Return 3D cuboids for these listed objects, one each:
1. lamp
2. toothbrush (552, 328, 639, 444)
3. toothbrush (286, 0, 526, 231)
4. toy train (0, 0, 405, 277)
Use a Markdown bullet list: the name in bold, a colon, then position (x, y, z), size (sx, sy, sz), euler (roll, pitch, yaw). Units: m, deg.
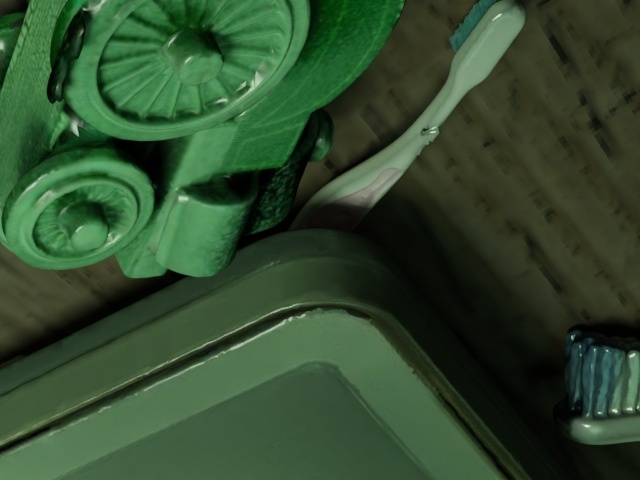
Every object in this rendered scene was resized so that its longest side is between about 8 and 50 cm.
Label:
- **lamp**: position (-0.043, 0.127, 0.600), size (0.269, 0.047, 0.266), euler (-26, 136, 15)
- **toothbrush**: position (0.279, 0.045, 0.685), size (0.417, 0.042, 0.040), euler (-2, 108, -20)
- **toothbrush**: position (0.000, 0.000, 0.523), size (0.017, 0.022, 0.204), euler (20, 129, -24)
- **toy train**: position (-0.023, -0.063, 0.400), size (0.104, 0.071, 0.178), euler (-7, 140, -34)
